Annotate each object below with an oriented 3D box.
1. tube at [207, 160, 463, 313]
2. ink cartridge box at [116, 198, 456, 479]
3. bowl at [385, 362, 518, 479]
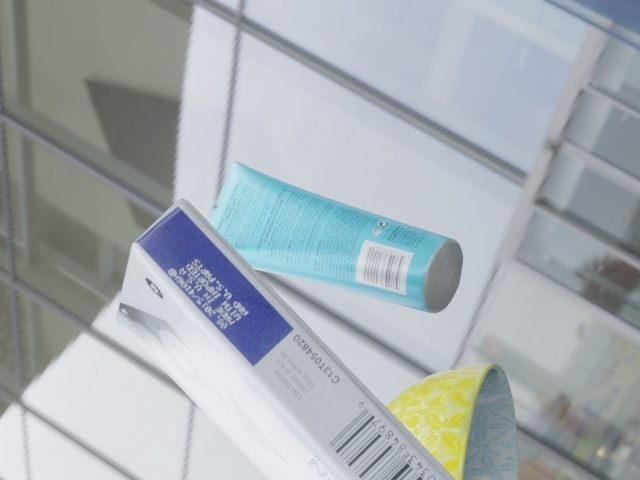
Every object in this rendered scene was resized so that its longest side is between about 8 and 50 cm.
[{"bbox_3d":[0.000,0.000,0.951,0.080,0.207,0.052,-63,-33,-15],"label":"tube"},{"bbox_3d":[-0.029,0.099,0.770,0.045,0.223,0.224,-42,-6,-18],"label":"ink cartridge box"},{"bbox_3d":[0.092,0.261,1.298,0.289,0.156,0.289,1,-90,-70],"label":"bowl"}]
